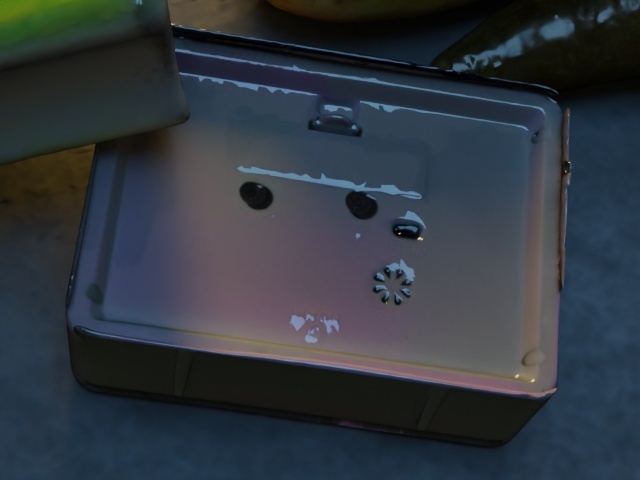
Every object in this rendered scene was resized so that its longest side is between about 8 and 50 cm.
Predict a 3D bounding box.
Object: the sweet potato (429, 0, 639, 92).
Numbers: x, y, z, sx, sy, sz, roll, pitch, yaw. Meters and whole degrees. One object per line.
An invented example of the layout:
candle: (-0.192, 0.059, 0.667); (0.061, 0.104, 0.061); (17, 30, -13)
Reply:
sweet potato: (0.166, -0.110, 0.733); (0.244, 0.077, 0.077); (-30, 72, -9)

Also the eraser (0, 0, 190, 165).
eraser: (-0.200, -0.118, 0.627); (0.274, 0.092, 0.210); (-15, 61, 2)

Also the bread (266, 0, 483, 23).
bread: (0.060, -0.182, 0.727); (0.236, 0.106, 0.140); (-18, 67, -16)

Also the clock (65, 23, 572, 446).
clock: (0.000, 0.000, 0.648); (0.192, 0.071, 0.147); (8, 63, -5)
